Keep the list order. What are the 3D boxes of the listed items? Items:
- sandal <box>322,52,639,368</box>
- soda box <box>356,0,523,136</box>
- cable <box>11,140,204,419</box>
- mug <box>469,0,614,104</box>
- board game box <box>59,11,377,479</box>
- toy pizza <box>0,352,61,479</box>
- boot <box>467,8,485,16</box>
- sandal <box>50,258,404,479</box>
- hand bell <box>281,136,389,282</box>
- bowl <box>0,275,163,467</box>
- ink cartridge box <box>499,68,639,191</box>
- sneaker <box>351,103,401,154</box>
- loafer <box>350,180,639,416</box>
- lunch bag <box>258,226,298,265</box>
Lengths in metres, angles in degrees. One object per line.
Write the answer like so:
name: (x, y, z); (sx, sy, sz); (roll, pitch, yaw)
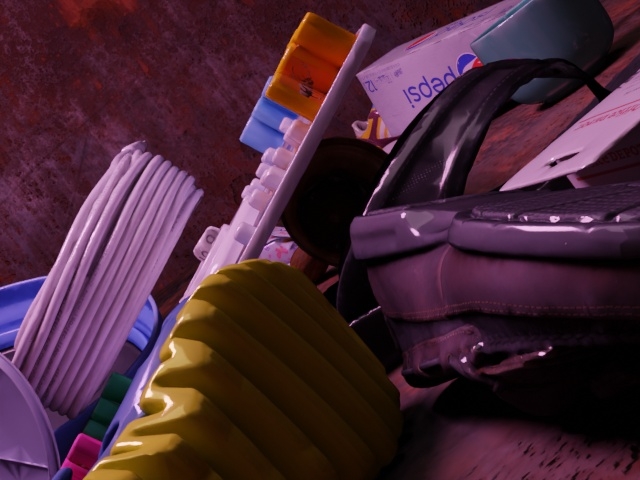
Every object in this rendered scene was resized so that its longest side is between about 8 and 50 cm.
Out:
sandal: (0.059, -0.011, 0.799); (0.446, 0.107, 0.167); (-39, 5, 4)
soda box: (0.175, -0.211, 1.528); (0.091, 0.098, 0.286); (-39, 14, -33)
cable: (-0.198, 0.040, 1.160); (0.257, 0.089, 0.257); (-62, 7, 6)
mug: (0.232, -0.202, 1.295); (0.129, 0.097, 0.158); (-37, 5, 21)
board game box: (-0.093, 0.024, 0.993); (0.390, 0.050, 0.390); (-62, 6, -3)
toy pizza: (-0.287, 0.176, 1.088); (0.201, 0.201, 0.032); (-35, -10, 35)
boot: (0.219, -0.239, 1.604); (0.037, 0.114, 0.106); (-40, 6, -15)
sandal: (-0.065, 0.113, 0.549); (0.138, 0.126, 0.317); (-40, 2, 30)
hand bell: (0.000, 0.000, 1.255); (0.126, 0.126, 0.242); (-40, -6, -20)
bowl: (-0.344, 0.166, 1.336); (0.391, 0.077, 0.391); (-14, 26, 7)
ink cartridge box: (0.186, -0.061, 0.626); (0.180, 0.060, 0.104); (-40, 6, -15)
sneaker: (0.123, -0.196, 2.032); (0.185, 0.084, 0.069); (-34, 7, 41)
loafer: (0.091, 0.027, 0.509); (0.109, 0.095, 0.302); (-9, 3, -14)
lunch bag: (-0.056, 0.011, 1.673); (0.083, 0.053, 0.071); (-28, 8, 8)
